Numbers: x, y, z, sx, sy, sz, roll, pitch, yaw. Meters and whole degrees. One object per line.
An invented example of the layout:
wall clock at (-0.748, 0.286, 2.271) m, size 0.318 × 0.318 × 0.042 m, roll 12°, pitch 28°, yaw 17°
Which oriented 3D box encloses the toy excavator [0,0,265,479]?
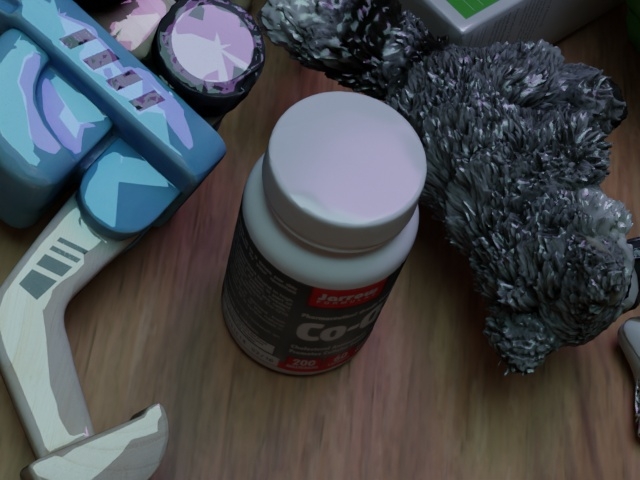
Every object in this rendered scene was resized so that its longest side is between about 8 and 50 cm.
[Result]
toy excavator at (-0.231, -0.034, 1.143) m, size 0.433 × 0.222 × 0.445 m, roll 43°, pitch 66°, yaw -5°

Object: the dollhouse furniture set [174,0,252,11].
dollhouse furniture set at (-0.157, -0.317, 1.261) m, size 0.356 × 0.303 × 0.173 m, roll -6°, pitch 63°, yaw -14°

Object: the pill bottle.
pill bottle at (0.000, 0.000, 1.123) m, size 0.161 × 0.283 × 0.161 m, roll 5°, pitch 60°, yaw -8°

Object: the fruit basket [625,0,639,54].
fruit basket at (0.497, -0.251, 1.302) m, size 0.283 × 0.392 × 0.392 m, roll -39°, pitch 74°, yaw -7°

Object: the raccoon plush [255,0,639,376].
raccoon plush at (0.114, -0.052, 1.181) m, size 0.446 × 0.216 × 0.299 m, roll 17°, pitch 42°, yaw 0°

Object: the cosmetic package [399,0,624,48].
cosmetic package at (0.218, -0.330, 1.431) m, size 0.365 × 0.155 × 0.197 m, roll -34°, pitch 69°, yaw -25°

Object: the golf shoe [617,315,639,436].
golf shoe at (0.352, 0.163, 1.228) m, size 0.086 × 0.067 × 0.186 m, roll -22°, pitch 67°, yaw -20°

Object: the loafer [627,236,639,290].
loafer at (0.418, 0.051, 1.299) m, size 0.223 × 0.076 × 0.078 m, roll 14°, pitch 51°, yaw -8°
